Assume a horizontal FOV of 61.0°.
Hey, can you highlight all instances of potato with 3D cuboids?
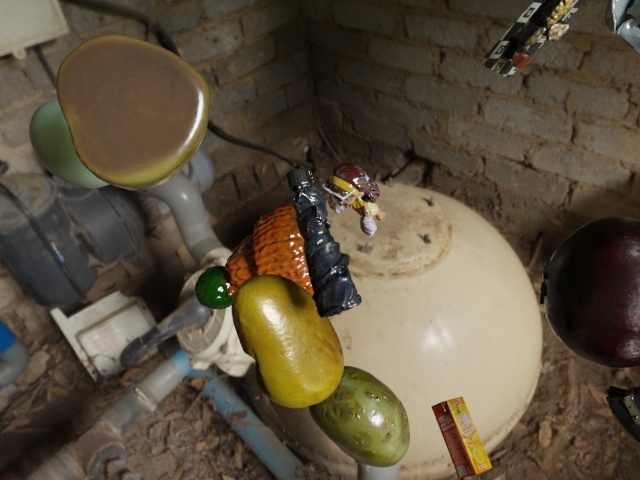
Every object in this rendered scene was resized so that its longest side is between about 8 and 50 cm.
[{"bbox_3d":[0.102,0.404,1.227,0.210,0.307,0.173,9,58,41],"label":"potato"}]

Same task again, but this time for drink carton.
[{"bbox_3d":[0.429,0.599,1.661,0.096,0.071,0.222,6,57,-44],"label":"drink carton"}]

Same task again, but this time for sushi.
[{"bbox_3d":[0.462,-0.433,1.084,0.193,0.279,0.043,-3,54,-53],"label":"sushi"}]

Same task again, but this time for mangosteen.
[{"bbox_3d":[0.631,0.107,1.095,0.347,0.306,0.307,4,41,28],"label":"mangosteen"}]

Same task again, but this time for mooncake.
[{"bbox_3d":[-0.286,-0.207,0.866,0.235,0.234,0.117,-16,2,-9],"label":"mooncake"}]

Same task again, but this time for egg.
[{"bbox_3d":[-0.574,-0.234,1.313,0.203,0.282,0.202,-2,76,9],"label":"egg"}]

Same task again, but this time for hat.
[{"bbox_3d":[-0.165,0.082,1.608,0.400,0.285,0.285,-26,34,25],"label":"hat"}]

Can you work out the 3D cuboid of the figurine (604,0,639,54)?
[{"bbox_3d":[0.345,-0.237,0.556,0.086,0.082,0.094,23,75,30],"label":"figurine"}]

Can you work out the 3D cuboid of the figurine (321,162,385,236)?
[{"bbox_3d":[0.097,-0.112,1.426,0.116,0.240,0.175,-47,53,-7],"label":"figurine"}]

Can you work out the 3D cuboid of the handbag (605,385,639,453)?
[{"bbox_3d":[0.823,0.407,1.189,0.342,0.288,0.152,-32,19,49],"label":"handbag"}]

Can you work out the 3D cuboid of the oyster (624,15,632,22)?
[{"bbox_3d":[0.553,-0.337,0.832,0.092,0.259,0.198,-36,43,-4],"label":"oyster"}]

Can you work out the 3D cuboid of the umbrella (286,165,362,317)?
[{"bbox_3d":[0.000,0.000,0.797,0.071,0.080,0.224,-13,81,-36],"label":"umbrella"}]

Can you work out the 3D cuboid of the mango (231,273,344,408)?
[{"bbox_3d":[-0.056,0.163,0.894,0.130,0.261,0.167,-5,30,39],"label":"mango"}]
